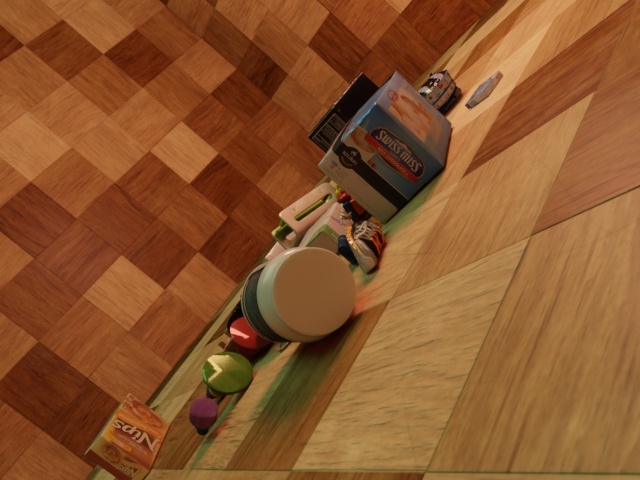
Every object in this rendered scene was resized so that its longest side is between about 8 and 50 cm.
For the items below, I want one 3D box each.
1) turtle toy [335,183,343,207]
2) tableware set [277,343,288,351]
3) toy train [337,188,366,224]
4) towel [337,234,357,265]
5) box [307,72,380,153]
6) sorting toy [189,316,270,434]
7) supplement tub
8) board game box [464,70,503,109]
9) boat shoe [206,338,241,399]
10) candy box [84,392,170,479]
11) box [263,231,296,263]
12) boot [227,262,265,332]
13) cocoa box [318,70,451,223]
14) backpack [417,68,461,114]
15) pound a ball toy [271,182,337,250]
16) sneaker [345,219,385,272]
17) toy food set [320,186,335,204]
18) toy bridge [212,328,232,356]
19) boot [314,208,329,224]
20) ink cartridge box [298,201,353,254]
[{"bbox_3d":[0.092,-0.151,2.103,0.130,0.095,0.066,-86,12,-54],"label":"turtle toy"},{"bbox_3d":[-0.051,0.199,1.454,0.169,0.020,0.141,-46,8,26],"label":"tableware set"},{"bbox_3d":[0.132,-0.117,1.699,0.143,0.105,0.248,-33,13,18],"label":"toy train"},{"bbox_3d":[0.072,0.019,1.449,0.029,0.067,0.119,-49,7,14],"label":"towel"},{"bbox_3d":[0.152,-0.369,2.008,0.183,0.296,0.294,-53,9,-19],"label":"box"},{"bbox_3d":[-0.235,0.360,1.519,0.365,0.127,0.126,-60,-14,-50],"label":"sorting toy"},{"bbox_3d":[-0.051,0.117,1.214,0.191,0.191,0.272,-52,8,-19],"label":"supplement tub"},{"bbox_3d":[0.446,-0.410,1.590,0.090,0.020,0.090,-53,10,-23],"label":"board game box"},{"bbox_3d":[-0.272,0.362,1.684,0.073,0.080,0.223,-37,18,37],"label":"boat shoe"},{"bbox_3d":[-0.606,0.633,1.865,0.087,0.183,0.316,-50,8,3],"label":"candy box"},{"bbox_3d":[-0.145,0.030,2.455,0.322,0.058,0.232,-53,-7,-33],"label":"box"},{"bbox_3d":[-0.174,0.151,1.946,0.348,0.131,0.260,-45,9,32],"label":"boot"},{"bbox_3d":[0.183,-0.257,1.541,0.228,0.231,0.347,-44,9,31],"label":"cocoa box"},{"bbox_3d":[0.380,-0.474,1.898,0.158,0.117,0.173,-49,7,1],"label":"backpack"},{"bbox_3d":[-0.030,-0.068,2.176,0.319,0.136,0.208,-36,-17,-37],"label":"pound a ball toy"},{"bbox_3d":[0.107,0.002,1.318,0.083,0.084,0.215,-21,22,6],"label":"sneaker"},{"bbox_3d":[0.025,-0.123,2.424,0.218,0.071,0.128,-51,-16,-28],"label":"toy food set"},{"bbox_3d":[-0.317,0.363,1.979,0.026,0.063,0.188,-46,10,21],"label":"toy bridge"},{"bbox_3d":[0.000,0.000,1.970,0.198,0.076,0.137,-61,9,18],"label":"boot"},{"bbox_3d":[0.012,-0.005,1.805,0.154,0.093,0.212,-44,11,29],"label":"ink cartridge box"}]
